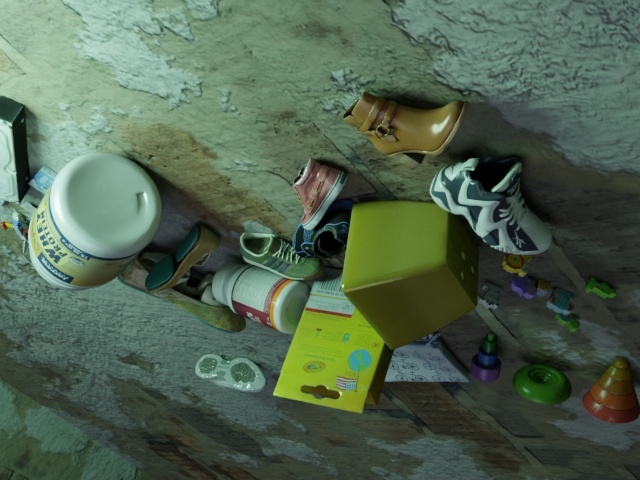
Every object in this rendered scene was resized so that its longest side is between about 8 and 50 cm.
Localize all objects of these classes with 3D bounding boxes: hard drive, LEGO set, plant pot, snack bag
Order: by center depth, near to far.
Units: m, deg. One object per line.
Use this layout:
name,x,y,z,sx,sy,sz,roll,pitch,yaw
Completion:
plant pot,0.180,0.049,1.697,0.187,0.212,0.212,-14,136,28
hard drive,-0.753,-0.220,1.977,0.237,0.064,0.339,24,150,-3
snack bag,0.147,0.243,2.172,0.323,0.037,0.342,-4,141,37
LEGO set,-0.752,-0.052,2.249,0.244,0.060,0.182,38,150,-26

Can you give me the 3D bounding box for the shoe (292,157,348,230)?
shoe,-0.018,-0.089,1.731,0.081,0.063,0.178,27,144,-7

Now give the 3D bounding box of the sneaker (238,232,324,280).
sneaker,-0.089,0.029,1.951,0.192,0.064,0.086,14,154,19

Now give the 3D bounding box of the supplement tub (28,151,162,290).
supplement tub,-0.490,-0.028,1.952,0.228,0.228,0.316,31,148,-15

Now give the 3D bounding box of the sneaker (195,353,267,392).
sneaker,-0.237,0.386,2.603,0.232,0.090,0.115,12,156,33

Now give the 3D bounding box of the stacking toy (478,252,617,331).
stacking toy,0.428,0.105,1.764,0.221,0.052,0.167,21,150,-1

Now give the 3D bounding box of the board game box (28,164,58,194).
board game box,-0.606,-0.125,2.076,0.090,0.020,0.090,35,147,-19

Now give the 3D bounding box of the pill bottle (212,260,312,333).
pill bottle,-0.130,0.121,2.036,0.221,0.121,0.121,17,153,39

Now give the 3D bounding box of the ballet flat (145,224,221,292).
ballet flat,-0.308,0.055,2.068,0.073,0.080,0.232,24,130,-33

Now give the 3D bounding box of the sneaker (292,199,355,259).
sneaker,0.000,0.000,1.826,0.081,0.090,0.232,30,148,-13

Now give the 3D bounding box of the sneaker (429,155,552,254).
sneaker,0.313,-0.064,1.525,0.235,0.094,0.153,37,156,-6

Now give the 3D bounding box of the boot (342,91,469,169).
boot,0.132,-0.196,1.459,0.152,0.073,0.197,34,145,-12

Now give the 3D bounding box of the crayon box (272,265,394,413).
crayon box,0.048,0.215,1.912,0.202,0.318,0.081,8,147,22

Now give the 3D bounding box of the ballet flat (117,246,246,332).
ballet flat,-0.317,0.111,2.195,0.349,0.123,0.123,27,149,-13

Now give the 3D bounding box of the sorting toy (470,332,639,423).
sorting toy,0.508,0.274,1.965,0.366,0.127,0.126,14,119,18
